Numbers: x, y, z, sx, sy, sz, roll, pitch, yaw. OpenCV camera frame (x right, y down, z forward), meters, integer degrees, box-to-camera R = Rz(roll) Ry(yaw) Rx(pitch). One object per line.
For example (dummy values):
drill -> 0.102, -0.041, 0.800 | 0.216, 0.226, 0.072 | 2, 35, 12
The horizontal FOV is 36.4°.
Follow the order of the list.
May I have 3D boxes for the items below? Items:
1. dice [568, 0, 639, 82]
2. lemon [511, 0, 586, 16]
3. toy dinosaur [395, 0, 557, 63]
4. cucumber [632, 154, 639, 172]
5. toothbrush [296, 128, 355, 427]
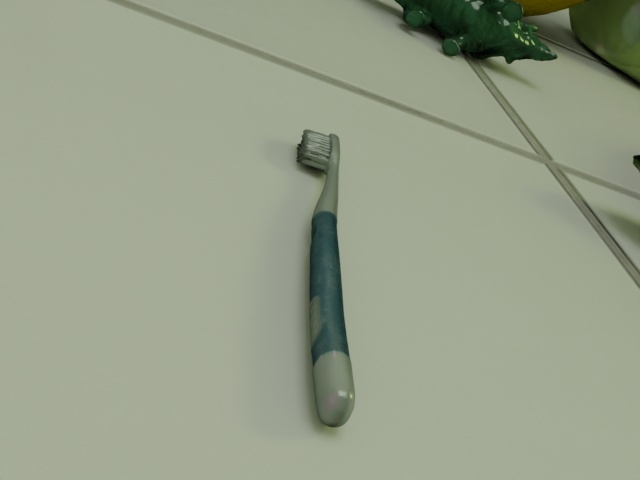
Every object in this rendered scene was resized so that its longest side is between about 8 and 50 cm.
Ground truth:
dice -> 0.523, -0.343, 1.371 | 0.255, 0.251, 0.249 | 12, 29, -25
lemon -> 0.287, -0.420, 1.269 | 0.245, 0.320, 0.245 | -19, 90, -81
toy dinosaur -> 0.116, -0.253, 1.010 | 0.292, 0.079, 0.120 | 24, 20, -13
cucumber -> 0.373, -0.021, 0.753 | 0.266, 0.077, 0.077 | 4, 28, -1
toothbrush -> 0.000, 0.000, 0.490 | 0.025, 0.019, 0.275 | 17, 27, -9
